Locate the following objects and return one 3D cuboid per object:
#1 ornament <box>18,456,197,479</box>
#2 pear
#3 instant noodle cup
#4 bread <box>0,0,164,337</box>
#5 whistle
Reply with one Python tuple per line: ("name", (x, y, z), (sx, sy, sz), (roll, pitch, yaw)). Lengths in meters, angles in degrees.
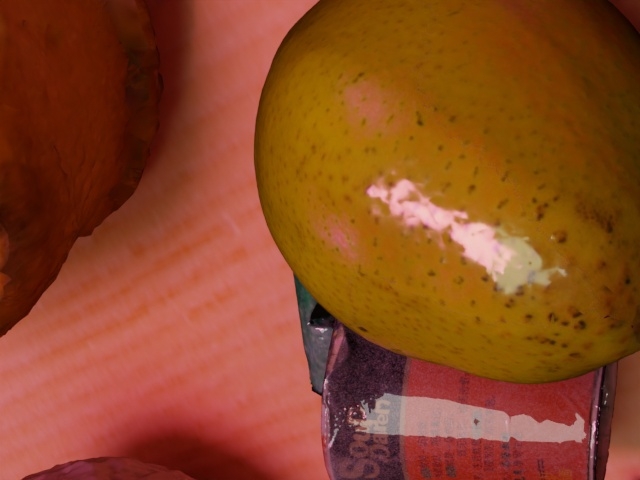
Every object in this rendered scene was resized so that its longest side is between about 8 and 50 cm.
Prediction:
("ornament", (-0.141, 0.262, 0.721), (0.225, 0.259, 0.259), (38, 128, 30))
("pear", (0.073, -0.028, 0.484), (0.220, 0.187, 0.187), (36, 130, 44))
("instant noodle cup", (0.083, 0.082, 0.590), (0.136, 0.127, 0.127), (5, 115, 20))
("bread", (-0.292, -0.083, 0.607), (0.398, 0.215, 0.398), (5, 133, 5))
("whistle", (0.000, 0.000, 0.642), (0.039, 0.039, 0.186), (5, 114, 29))
